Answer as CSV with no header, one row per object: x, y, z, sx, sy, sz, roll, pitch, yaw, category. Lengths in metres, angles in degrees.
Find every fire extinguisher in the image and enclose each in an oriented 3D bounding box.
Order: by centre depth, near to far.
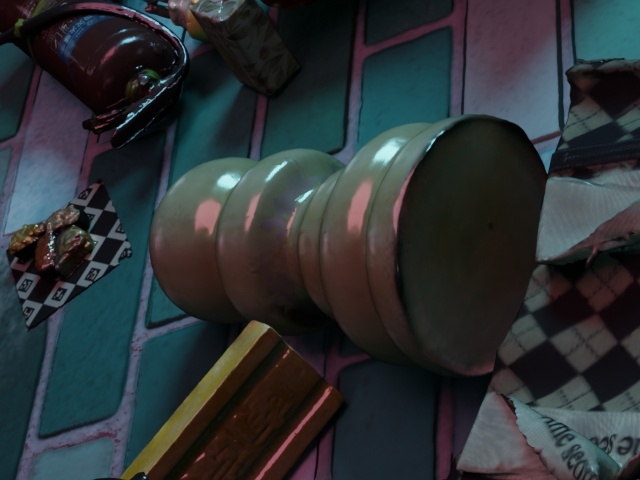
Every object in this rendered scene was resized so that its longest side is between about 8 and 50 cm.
-0.229,-0.179,1.712,0.141,0.105,0.341,-39,38,-9,fire extinguisher

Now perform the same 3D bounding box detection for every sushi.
-0.238,0.004,1.622,0.120,0.026,0.126,-36,40,7,sushi

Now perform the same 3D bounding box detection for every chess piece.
0.000,0.000,1.333,0.330,0.182,0.182,2,57,46,chess piece

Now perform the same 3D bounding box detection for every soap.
-0.094,0.181,1.296,0.252,0.092,0.037,-50,27,-9,soap

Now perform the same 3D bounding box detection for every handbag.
0.211,0.070,1.100,0.317,0.180,0.416,0,60,50,handbag

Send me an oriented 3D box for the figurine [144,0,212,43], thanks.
-0.134,-0.241,1.683,0.187,0.083,0.083,30,76,31,figurine

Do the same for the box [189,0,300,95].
-0.067,-0.180,1.588,0.045,0.098,0.062,-46,40,-13,box

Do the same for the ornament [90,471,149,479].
-0.110,0.265,1.174,0.260,0.106,0.251,-38,73,4,ornament

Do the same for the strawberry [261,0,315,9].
0.054,-0.345,1.603,0.336,0.149,0.265,-57,27,4,strawberry
